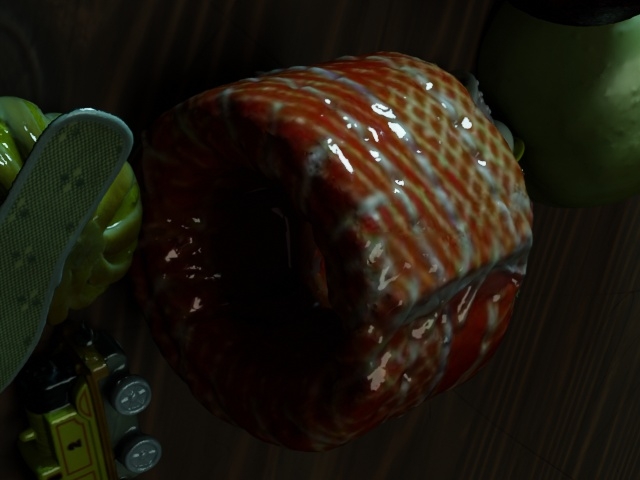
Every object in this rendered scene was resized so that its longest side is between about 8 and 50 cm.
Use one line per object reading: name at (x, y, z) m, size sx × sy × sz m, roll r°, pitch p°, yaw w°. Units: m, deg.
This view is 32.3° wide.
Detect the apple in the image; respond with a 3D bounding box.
apple at (0.384, -0.229, 1.433) m, size 0.360 × 0.312 × 0.320 m, roll -38°, pitch 178°, yaw -7°

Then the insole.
insole at (-0.244, 0.030, 0.879) m, size 0.109 × 0.007 × 0.322 m, roll 14°, pitch 118°, yaw -45°

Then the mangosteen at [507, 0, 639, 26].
mangosteen at (0.239, -0.370, 1.106) m, size 0.359 × 0.306 × 0.306 m, roll -3°, pitch 115°, yaw -22°

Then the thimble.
thimble at (0.000, 0.000, 1.009) m, size 0.230 × 0.350 × 0.350 m, roll -18°, pitch 124°, yaw -42°

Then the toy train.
toy train at (-0.230, 0.175, 1.064) m, size 0.127 × 0.089 × 0.219 m, roll -21°, pitch 127°, yaw -26°

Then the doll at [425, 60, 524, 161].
doll at (0.179, -0.137, 1.317) m, size 0.207 × 0.081 × 0.129 m, roll 40°, pitch 43°, yaw -42°

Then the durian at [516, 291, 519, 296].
durian at (0.157, 0.009, 1.354) m, size 0.138 × 0.183 × 0.249 m, roll -35°, pitch 141°, yaw 17°

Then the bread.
bread at (-0.243, -0.013, 0.931) m, size 0.213 × 0.104 × 0.213 m, roll -26°, pitch 132°, yaw -34°
